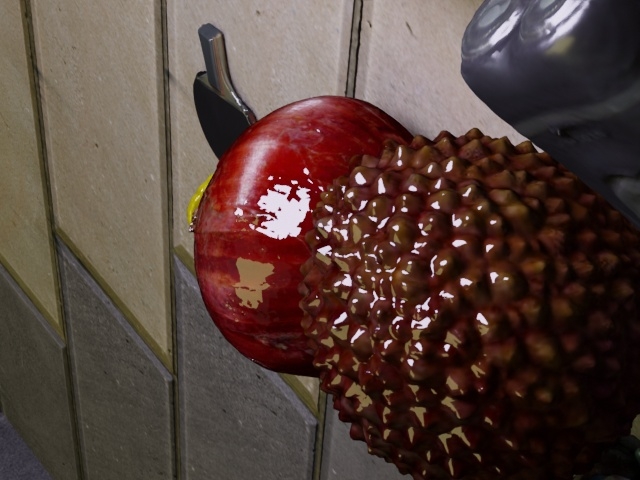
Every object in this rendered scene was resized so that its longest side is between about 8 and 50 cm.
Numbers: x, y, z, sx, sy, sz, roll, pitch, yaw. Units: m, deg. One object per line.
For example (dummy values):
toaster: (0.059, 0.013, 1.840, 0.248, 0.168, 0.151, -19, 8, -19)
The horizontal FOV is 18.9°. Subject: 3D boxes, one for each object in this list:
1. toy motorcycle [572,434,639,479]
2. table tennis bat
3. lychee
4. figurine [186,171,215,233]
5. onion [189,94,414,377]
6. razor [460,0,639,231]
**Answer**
toy motorcycle: (0.325, 0.313, 1.637, 0.241, 0.182, 0.319, -24, 96, 40)
table tennis bat: (-0.107, -0.151, 2.179, 0.130, 0.019, 0.220, 39, 151, 38)
lychee: (0.132, 0.059, 1.579, 0.306, 0.306, 0.330, 38, -172, 41)
figurine: (-0.065, -0.051, 2.023, 0.109, 0.178, 0.129, 46, -178, 41)
onion: (0.000, 0.000, 1.821, 0.276, 0.276, 0.276, 45, 154, 30)
razor: (0.255, -0.058, 1.340, 0.349, 0.113, 0.204, 43, 160, -17)
